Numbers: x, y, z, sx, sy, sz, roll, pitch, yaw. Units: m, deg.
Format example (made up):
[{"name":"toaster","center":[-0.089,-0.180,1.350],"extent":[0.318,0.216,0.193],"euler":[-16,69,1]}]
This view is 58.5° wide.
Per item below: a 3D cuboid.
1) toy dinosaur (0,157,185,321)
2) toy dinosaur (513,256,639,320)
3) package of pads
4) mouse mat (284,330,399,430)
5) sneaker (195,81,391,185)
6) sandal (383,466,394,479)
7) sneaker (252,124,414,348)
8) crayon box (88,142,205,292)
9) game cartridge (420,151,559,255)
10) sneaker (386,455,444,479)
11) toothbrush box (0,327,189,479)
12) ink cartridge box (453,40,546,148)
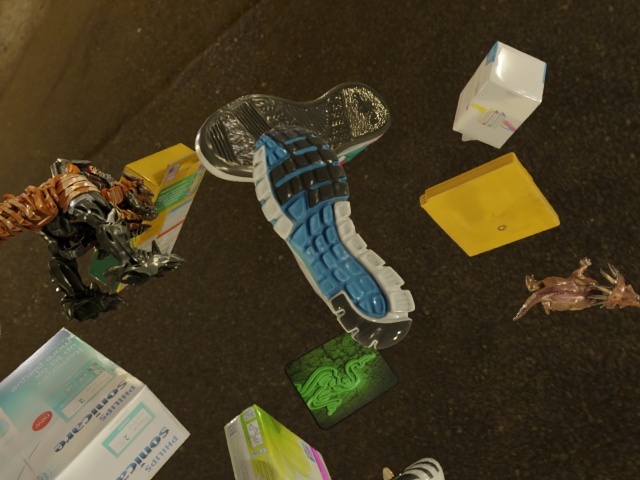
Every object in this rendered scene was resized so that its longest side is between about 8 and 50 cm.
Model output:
[{"name":"toy dinosaur","center":[-0.325,-0.013,0.771],"extent":[0.164,0.322,0.218],"euler":[-32,87,40]},{"name":"toy dinosaur","center":[0.623,0.128,1.402],"extent":[0.296,0.200,0.127],"euler":[-13,92,3]},{"name":"package of pads","center":[-0.065,0.502,1.166],"extent":[0.101,0.296,0.229],"euler":[-35,40,5]},{"name":"mouse mat","center":[0.043,0.265,1.127],"extent":[0.190,0.007,0.152],"euler":[-28,65,-19]},{"name":"sneaker","center":[-0.058,-0.110,0.740],"extent":[0.178,0.296,0.123],"euler":[-37,79,47]},{"name":"sandal","center":[0.159,0.655,1.339],"extent":[0.079,0.239,0.088],"euler":[-21,19,-19]},{"name":"sneaker","center":[0.000,0.000,0.459],"extent":[0.071,0.083,0.190],"euler":[-26,86,-11]},{"name":"crayon box","center":[-0.346,-0.071,1.185],"extent":[0.083,0.203,0.322],"euler":[33,118,4]},{"name":"game cartridge","center":[0.476,-0.090,1.612],"extent":[0.285,0.324,0.052],"euler":[-23,46,30]},{"name":"sneaker","center":[0.114,0.439,0.822],"extent":[0.162,0.106,0.281],"euler":[54,136,19]},{"name":"toothbrush box","center":[-0.372,0.281,0.840],"extent":[0.296,0.126,0.216],"euler":[15,52,44]},{"name":"ink cartridge box","center":[0.286,-0.229,0.935],"extent":[0.143,0.090,0.092],"euler":[119,172,-61]}]
